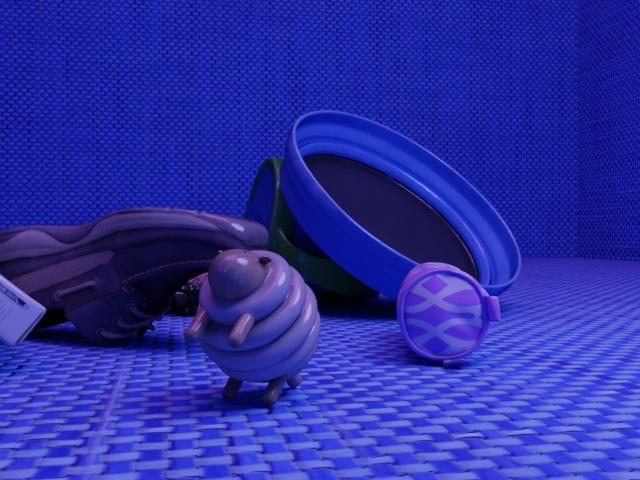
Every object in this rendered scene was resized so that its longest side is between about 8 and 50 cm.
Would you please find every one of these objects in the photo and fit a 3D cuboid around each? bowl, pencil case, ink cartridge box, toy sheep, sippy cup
[{"bbox_3d":[0.115,-0.046,1.047,0.391,0.077,0.391,25,30,-15],"label":"bowl"},{"bbox_3d":[0.119,0.062,0.690,0.088,0.086,0.206,-15,0,6],"label":"pencil case"},{"bbox_3d":[-0.364,0.009,0.623,0.224,0.045,0.223,44,-26,-22],"label":"ink cartridge box"},{"bbox_3d":[-0.041,0.058,0.479,0.091,0.132,0.091,-11,40,9],"label":"toy sheep"},{"bbox_3d":[0.000,0.000,1.148,0.224,0.306,0.240,11,-40,-16],"label":"sippy cup"}]

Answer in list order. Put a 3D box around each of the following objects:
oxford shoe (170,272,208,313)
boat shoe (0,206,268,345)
[{"bbox_3d":[-0.154,0.073,0.974,0.227,0.083,0.096,-1,19,18],"label":"oxford shoe"},{"bbox_3d":[-0.204,0.042,0.749,0.355,0.130,0.132,-6,-6,31],"label":"boat shoe"}]
